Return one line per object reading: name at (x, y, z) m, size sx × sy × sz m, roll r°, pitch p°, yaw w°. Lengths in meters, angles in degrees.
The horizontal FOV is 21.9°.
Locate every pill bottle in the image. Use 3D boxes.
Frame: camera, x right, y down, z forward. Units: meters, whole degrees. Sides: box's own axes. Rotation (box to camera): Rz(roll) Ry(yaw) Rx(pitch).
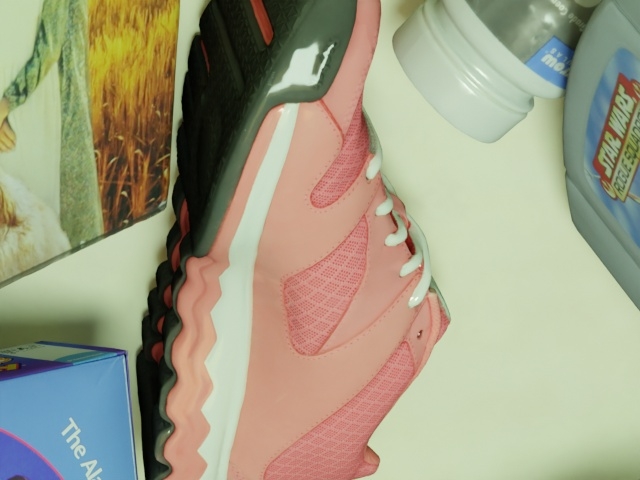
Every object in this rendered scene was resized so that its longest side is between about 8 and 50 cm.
pill bottle at (0.099, -0.108, 0.684) m, size 0.078 × 0.078 × 0.137 m, roll 36°, pitch 116°, yaw -21°

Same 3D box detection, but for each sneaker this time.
sneaker at (0.000, 0.000, 0.752) m, size 0.136 × 0.116 × 0.314 m, roll 4°, pitch 130°, yaw -15°

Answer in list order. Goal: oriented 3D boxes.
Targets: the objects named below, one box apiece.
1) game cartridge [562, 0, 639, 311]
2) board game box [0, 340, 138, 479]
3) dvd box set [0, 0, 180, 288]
game cartridge at (0.170, -0.003, 0.624) m, size 0.062 × 0.297 × 0.198 m, roll -37°, pitch 74°, yaw -9°
board game box at (-0.185, 0.236, 0.736) m, size 0.233 × 0.078 × 0.347 m, roll -9°, pitch 97°, yaw -41°
dvd box set at (-0.164, -0.148, 0.550) m, size 0.062 × 0.307 × 0.420 m, roll 29°, pitch 128°, yaw 31°
